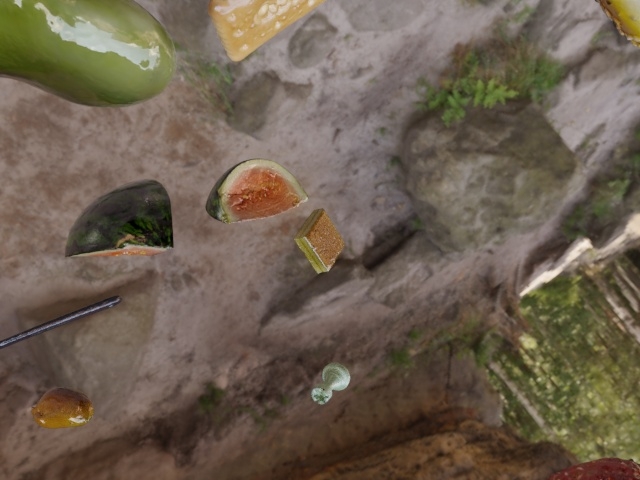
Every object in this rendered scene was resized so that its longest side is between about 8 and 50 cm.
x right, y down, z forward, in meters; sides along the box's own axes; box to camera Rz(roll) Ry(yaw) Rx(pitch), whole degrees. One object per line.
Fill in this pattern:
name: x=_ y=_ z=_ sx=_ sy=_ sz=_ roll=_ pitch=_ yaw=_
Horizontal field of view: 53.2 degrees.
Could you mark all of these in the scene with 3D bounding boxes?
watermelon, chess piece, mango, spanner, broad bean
watermelon: x=-0.334 y=-0.026 z=1.046 sx=0.145 sy=0.193 sz=0.137 roll=2 pitch=125 yaw=-29
chess piece: x=0.020 y=0.327 z=1.450 sx=0.067 sy=0.067 sz=0.103 roll=-48 pitch=173 yaw=30
mango: x=-0.460 y=0.305 z=1.156 sx=0.127 sy=0.077 sz=0.063 roll=0 pitch=146 yaw=22
spanner: x=-0.309 y=0.100 z=0.678 sx=0.209 sy=0.012 sz=0.046 roll=-24 pitch=172 yaw=-37
watermelon: x=-0.095 y=-0.078 z=0.876 sx=0.163 sy=0.087 sz=0.068 roll=-21 pitch=129 yaw=-49
broad bean: x=-0.311 y=-0.240 z=0.757 sx=0.238 sy=0.291 sz=0.119 roll=63 pitch=40 yaw=-75

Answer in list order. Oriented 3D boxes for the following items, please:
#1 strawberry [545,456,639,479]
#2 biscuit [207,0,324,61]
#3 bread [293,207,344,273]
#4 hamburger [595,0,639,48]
strawberry: x=0.353 y=0.421 z=0.811 sx=0.288 sy=0.238 sz=0.250 roll=-7 pitch=112 yaw=-32
biscuit: x=-0.042 y=-0.359 z=0.915 sx=0.250 sy=0.030 sz=0.160 roll=-35 pitch=169 yaw=-4
bread: x=0.000 y=0.000 z=1.243 sx=0.035 sy=0.094 sz=0.090 roll=-10 pitch=-146 yaw=40
hamburger: x=0.166 y=-0.151 z=0.309 sx=0.141 sy=0.126 sz=0.081 roll=-18 pitch=180 yaw=-44
